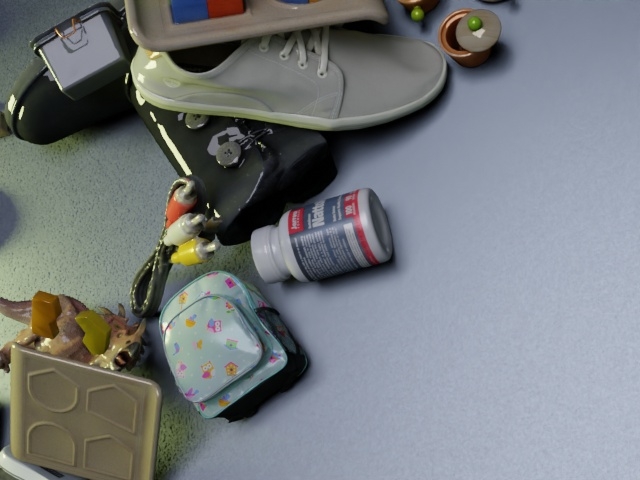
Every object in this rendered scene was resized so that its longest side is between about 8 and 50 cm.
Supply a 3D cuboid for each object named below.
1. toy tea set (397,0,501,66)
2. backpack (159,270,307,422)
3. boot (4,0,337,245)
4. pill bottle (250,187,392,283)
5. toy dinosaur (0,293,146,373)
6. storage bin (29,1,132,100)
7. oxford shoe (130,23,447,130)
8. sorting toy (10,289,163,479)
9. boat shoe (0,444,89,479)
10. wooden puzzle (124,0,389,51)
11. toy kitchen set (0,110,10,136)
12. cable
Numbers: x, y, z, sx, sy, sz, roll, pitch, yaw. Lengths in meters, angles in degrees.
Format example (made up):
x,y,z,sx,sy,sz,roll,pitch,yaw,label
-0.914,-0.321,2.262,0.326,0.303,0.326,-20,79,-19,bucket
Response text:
x,y,z,sx,sy,sz,roll,pitch,yaw,label
0.170,-0.410,1.612,0.200,0.124,0.336,-39,65,6,toy tea set
-0.137,0.138,1.562,0.166,0.144,0.188,-38,62,13,backpack
-0.238,-0.155,1.698,0.367,0.146,0.445,-43,69,7,boot
0.000,0.000,1.566,0.180,0.108,0.107,-16,69,16,pill bottle
-0.369,0.141,1.663,0.296,0.127,0.200,40,91,30,toy dinosaur
-0.343,-0.274,1.641,0.135,0.098,0.091,-28,77,4,storage bin
-0.039,-0.252,1.568,0.450,0.130,0.169,2,54,-6,oxford shoe
-0.322,0.211,1.547,0.229,0.041,0.307,16,123,8,sorting toy
-0.387,0.380,1.627,0.229,0.080,0.076,24,102,22,boat shoe
-0.103,-0.395,1.556,0.348,0.080,0.322,-7,44,-9,wooden puzzle
-0.573,-0.210,1.869,0.083,0.075,0.068,-13,69,13,toy kitchen set
-0.225,0.008,1.591,0.287,0.072,0.139,-38,66,44,cable
